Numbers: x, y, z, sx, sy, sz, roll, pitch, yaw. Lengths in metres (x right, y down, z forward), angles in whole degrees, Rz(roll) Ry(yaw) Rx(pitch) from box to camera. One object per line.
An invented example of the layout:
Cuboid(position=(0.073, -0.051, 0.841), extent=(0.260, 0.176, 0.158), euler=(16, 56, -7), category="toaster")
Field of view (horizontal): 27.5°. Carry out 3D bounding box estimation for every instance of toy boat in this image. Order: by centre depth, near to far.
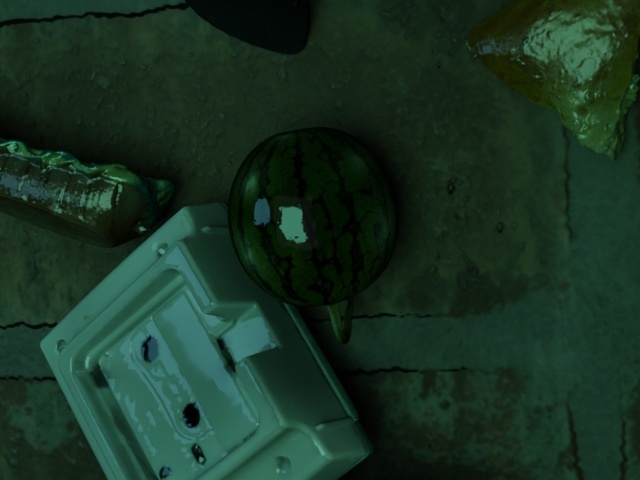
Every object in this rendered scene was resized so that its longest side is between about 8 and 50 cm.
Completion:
Cuboid(position=(-0.272, -0.071, 1.182), extent=(0.293, 0.108, 0.099), euler=(26, 74, 18), category="toy boat")

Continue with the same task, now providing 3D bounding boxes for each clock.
Cuboid(position=(-0.117, 0.132, 1.123), extent=(0.231, 0.116, 0.262), euler=(-39, 70, 23), category="clock")

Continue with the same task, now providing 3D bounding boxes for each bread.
Cuboid(position=(0.209, -0.156, 1.015), extent=(0.154, 0.054, 0.136), euler=(40, 108, 5), category="bread")

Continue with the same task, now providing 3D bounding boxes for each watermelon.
Cuboid(position=(0.000, 0.000, 1.075), extent=(0.141, 0.141, 0.187), euler=(-14, 100, 21), category="watermelon")

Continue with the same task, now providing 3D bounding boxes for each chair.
Cuboid(position=(-0.037, -0.273, 1.053), extent=(0.140, 0.221, 0.145), euler=(30, 67, 12), category="chair")
